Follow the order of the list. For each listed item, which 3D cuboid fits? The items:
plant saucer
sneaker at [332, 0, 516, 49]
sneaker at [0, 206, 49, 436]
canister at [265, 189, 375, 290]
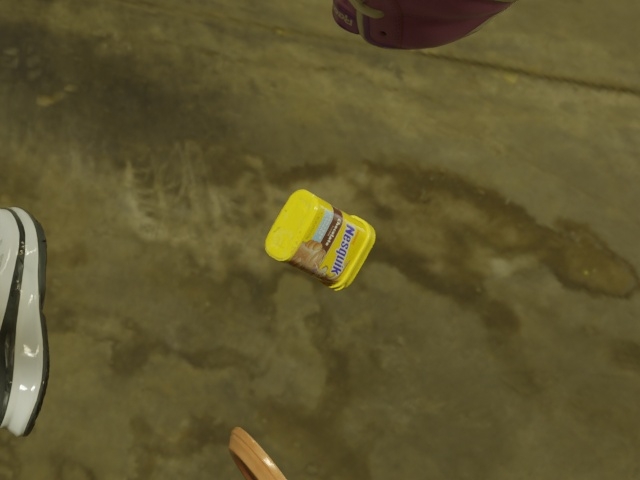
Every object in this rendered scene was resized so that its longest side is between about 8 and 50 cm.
[{"bbox_3d":[-0.099,0.414,1.707,0.037,0.200,0.200,-37,67,-18],"label":"plant saucer"},{"bbox_3d":[0.014,-0.182,0.583,0.282,0.161,0.102,10,60,-27],"label":"sneaker"},{"bbox_3d":[-0.528,0.077,1.372,0.257,0.169,0.447,11,31,-26],"label":"sneaker"},{"bbox_3d":[0.000,0.000,1.581,0.073,0.126,0.170,31,3,39],"label":"canister"}]
